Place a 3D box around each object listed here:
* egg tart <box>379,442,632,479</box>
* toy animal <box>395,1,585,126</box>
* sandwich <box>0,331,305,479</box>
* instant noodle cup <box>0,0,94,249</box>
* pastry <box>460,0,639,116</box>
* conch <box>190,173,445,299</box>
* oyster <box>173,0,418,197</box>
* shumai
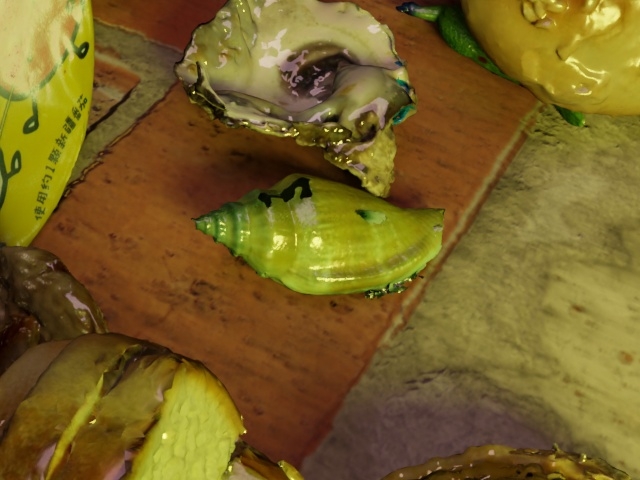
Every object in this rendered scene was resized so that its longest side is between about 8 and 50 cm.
[{"bbox_3d":[0.103,0.236,0.595,0.294,0.123,0.294,-5,54,7],"label":"egg tart"},{"bbox_3d":[0.175,-0.183,1.019,0.217,0.041,0.075,37,55,19],"label":"toy animal"},{"bbox_3d":[-0.094,0.190,0.514,0.095,0.273,0.249,10,63,25],"label":"sandwich"},{"bbox_3d":[-0.358,-0.134,0.792,0.254,0.325,0.325,13,51,19],"label":"instant noodle cup"},{"bbox_3d":[0.248,-0.269,0.965,0.284,0.184,0.315,5,53,-21],"label":"pastry"},{"bbox_3d":[-0.001,-0.003,0.844,0.201,0.079,0.095,11,69,-5],"label":"conch"},{"bbox_3d":[-0.016,-0.142,0.946,0.214,0.083,0.223,18,47,7],"label":"oyster"},{"bbox_3d":[-0.183,0.079,0.738,0.139,0.123,0.105,26,64,1],"label":"shumai"}]
